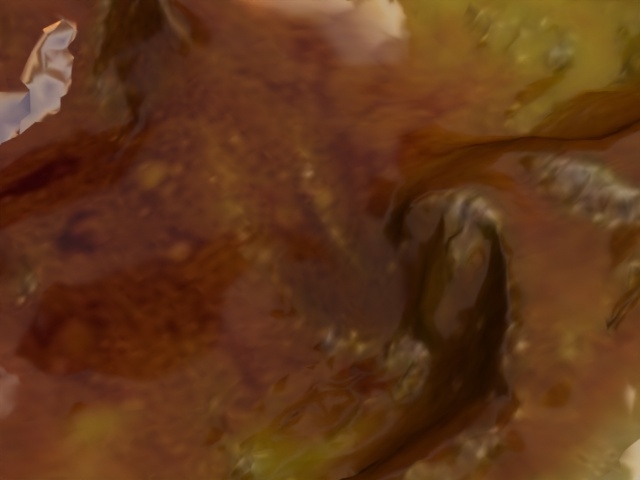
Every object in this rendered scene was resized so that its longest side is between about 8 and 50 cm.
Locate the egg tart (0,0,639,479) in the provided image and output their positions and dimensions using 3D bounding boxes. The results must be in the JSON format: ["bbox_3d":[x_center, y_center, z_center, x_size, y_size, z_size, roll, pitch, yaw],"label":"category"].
[{"bbox_3d":[0.000,0.000,0.666,0.178,0.443,0.443,55,45,-52],"label":"egg tart"}]
